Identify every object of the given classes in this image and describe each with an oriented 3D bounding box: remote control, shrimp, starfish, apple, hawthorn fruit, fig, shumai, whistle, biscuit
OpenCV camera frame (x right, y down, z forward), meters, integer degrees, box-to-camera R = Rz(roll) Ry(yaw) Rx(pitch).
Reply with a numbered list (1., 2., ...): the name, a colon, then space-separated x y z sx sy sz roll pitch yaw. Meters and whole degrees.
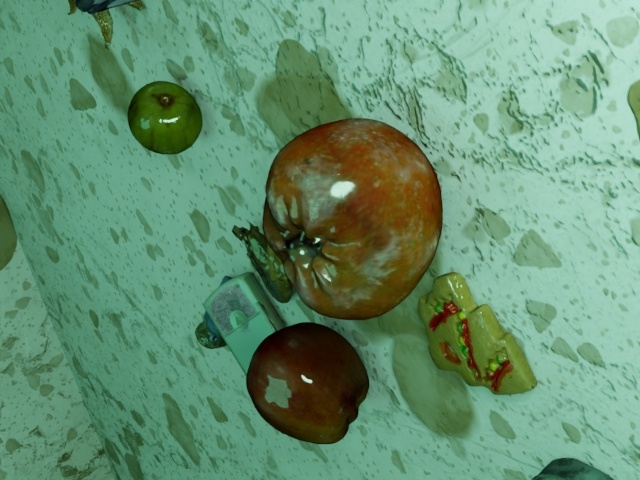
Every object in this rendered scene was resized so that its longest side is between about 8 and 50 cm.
1. remote control: -0.115 0.237 2.170 0.145 0.050 0.344 -34 85 35
2. shrimp: -0.119 0.046 2.048 0.132 0.051 0.187 -7 113 59
3. starfish: -0.465 -0.515 2.061 0.293 0.084 0.301 43 143 31
4. apple: -0.022 0.266 1.929 0.234 0.234 0.234 38 145 34
5. hawthorn fruit: 0.049 -0.036 1.475 0.284 0.284 0.284 38 145 34
6. fig: -0.316 -0.227 2.019 0.186 0.142 0.148 -55 40 45
7. shumai: -0.246 0.202 2.377 0.083 0.082 0.080 29 142 11
8. whistle: -0.207 0.159 2.281 0.090 0.090 0.158 39 105 34
9. biscuit: 0.237 0.163 1.600 0.238 0.041 0.212 39 143 36

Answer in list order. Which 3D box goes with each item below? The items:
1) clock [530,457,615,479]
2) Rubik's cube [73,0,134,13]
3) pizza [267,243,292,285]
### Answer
1. clock: 0.411 0.440 1.566 0.226 0.049 0.226 39 146 33
2. Rubik's cube: -0.233 -0.542 1.430 0.305 0.310 0.307 66 152 2
3. pizza: 0.000 0.000 1.769 0.278 0.114 0.409 61 154 9
